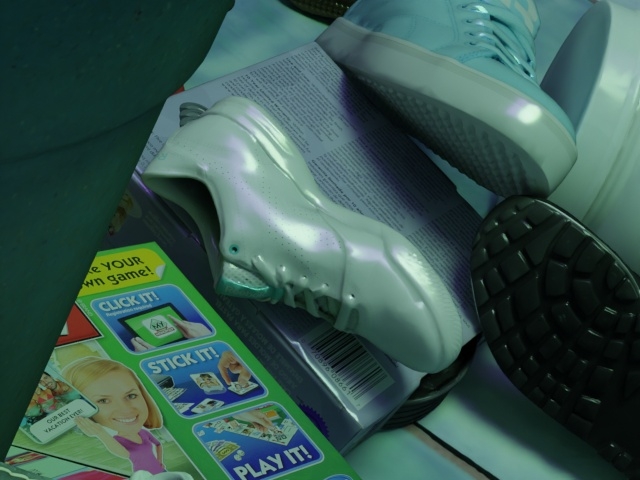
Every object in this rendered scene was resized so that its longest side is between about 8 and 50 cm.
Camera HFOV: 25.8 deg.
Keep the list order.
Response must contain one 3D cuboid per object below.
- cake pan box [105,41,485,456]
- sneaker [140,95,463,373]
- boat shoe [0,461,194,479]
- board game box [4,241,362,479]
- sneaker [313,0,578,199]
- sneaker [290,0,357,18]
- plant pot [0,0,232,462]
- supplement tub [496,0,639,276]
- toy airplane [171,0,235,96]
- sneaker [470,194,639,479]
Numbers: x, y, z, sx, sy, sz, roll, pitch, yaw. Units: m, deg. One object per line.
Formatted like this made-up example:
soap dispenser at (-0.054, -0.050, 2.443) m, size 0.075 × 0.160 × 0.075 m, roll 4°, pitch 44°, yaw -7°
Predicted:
cake pan box at (0.000, 0.000, 0.939) m, size 0.267 × 0.070 × 0.246 m, roll 46°, pitch 41°, yaw 10°
sneaker at (-0.016, 0.014, 0.817) m, size 0.212 × 0.080 × 0.094 m, roll 43°, pitch 54°, yaw 12°
boat shoe at (-0.066, 0.144, 0.529) m, size 0.319 × 0.116 × 0.099 m, roll 41°, pitch 28°, yaw -40°
board game box at (-0.155, 0.104, 0.660) m, size 0.317 × 0.046 × 0.213 m, roll -12°, pitch 47°, yaw -42°
sneaker at (0.106, -0.146, 1.036) m, size 0.135 × 0.150 × 0.366 m, roll 41°, pitch 2°, yaw -28°
sneaker at (0.060, -0.220, 1.288) m, size 0.188 × 0.066 × 0.071 m, roll 26°, pitch 35°, yaw 0°
plant pot at (-0.207, -0.051, 0.499) m, size 0.341 × 0.334 × 0.341 m, roll 16°, pitch 35°, yaw -11°
supplement tub at (0.319, -0.028, 1.057) m, size 0.325 × 0.235 × 0.235 m, roll 22°, pitch 36°, yaw -5°
toy airplane at (-0.214, -0.282, 0.929) m, size 0.384 × 0.386 × 0.272 m, roll 27°, pitch 23°, yaw 3°
sneaker at (0.208, 0.082, 0.949) m, size 0.283 × 0.107 × 0.124 m, roll 50°, pitch 22°, yaw -3°
